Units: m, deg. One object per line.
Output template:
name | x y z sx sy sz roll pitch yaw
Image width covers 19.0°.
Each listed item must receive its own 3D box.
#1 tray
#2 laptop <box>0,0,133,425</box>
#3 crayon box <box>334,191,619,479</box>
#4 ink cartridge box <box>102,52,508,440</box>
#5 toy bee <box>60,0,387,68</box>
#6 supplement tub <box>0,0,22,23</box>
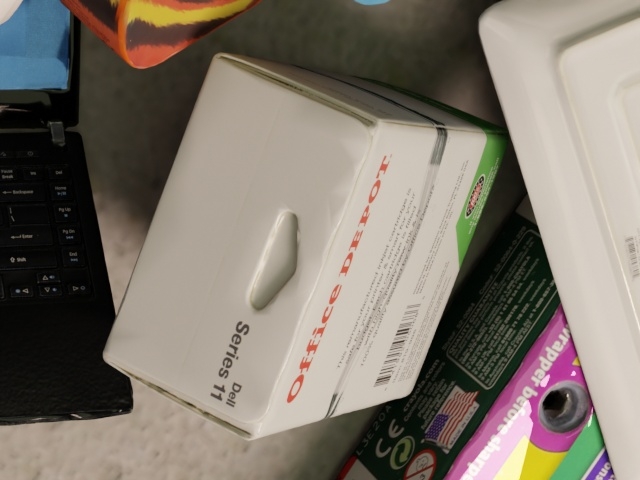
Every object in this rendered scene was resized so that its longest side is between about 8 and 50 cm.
tray | 0.182 -0.010 0.942 0.145 0.030 0.270 -22 107 -10
laptop | -0.208 -0.058 0.852 0.234 0.264 0.137 -2 143 -18
crayon box | 0.200 0.130 1.063 0.313 0.106 0.363 32 93 -25
ink cartridge box | 0.000 0.000 0.901 0.087 0.208 0.153 24 99 19
toy bee | 0.010 -0.201 0.850 0.195 0.298 0.162 24 135 15
supplement tub | -0.214 -0.218 0.765 0.272 0.191 0.191 27 95 -16
